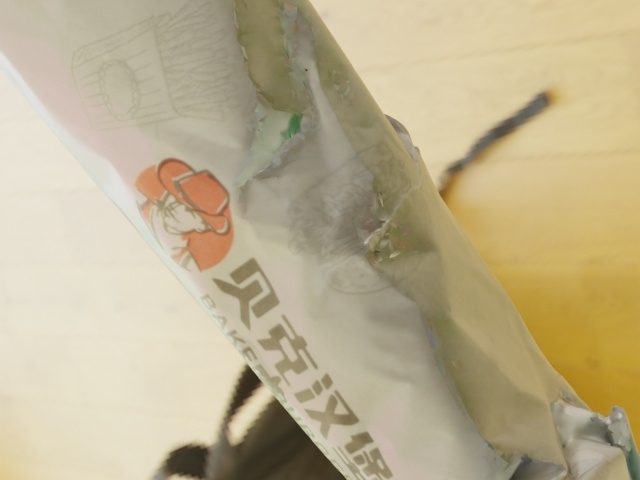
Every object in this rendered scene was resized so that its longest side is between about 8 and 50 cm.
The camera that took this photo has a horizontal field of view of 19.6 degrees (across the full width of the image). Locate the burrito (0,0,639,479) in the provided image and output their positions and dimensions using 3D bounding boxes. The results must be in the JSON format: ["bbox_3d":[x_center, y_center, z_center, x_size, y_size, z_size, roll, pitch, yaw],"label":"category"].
[{"bbox_3d":[0.000,-0.001,0.409,0.203,0.064,0.064,52,146,-6],"label":"burrito"}]
